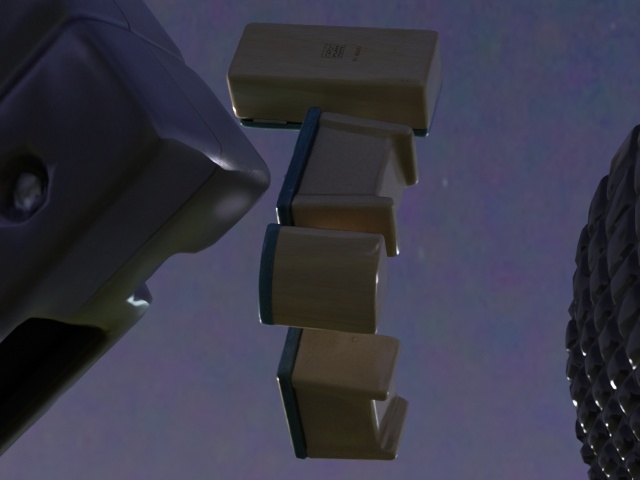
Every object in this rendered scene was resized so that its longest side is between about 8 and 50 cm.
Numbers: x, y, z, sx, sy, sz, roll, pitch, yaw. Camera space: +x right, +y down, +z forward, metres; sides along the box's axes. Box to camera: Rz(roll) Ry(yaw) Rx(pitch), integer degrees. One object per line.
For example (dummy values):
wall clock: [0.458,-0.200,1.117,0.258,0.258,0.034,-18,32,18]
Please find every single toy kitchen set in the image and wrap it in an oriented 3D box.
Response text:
toy kitchen set: [0.000,0.000,0.998,0.122,0.207,0.166,5,-42,14]

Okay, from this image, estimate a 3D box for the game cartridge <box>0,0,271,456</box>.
game cartridge: [-0.202,0.020,0.415,0.355,0.230,0.068,-44,-22,15]

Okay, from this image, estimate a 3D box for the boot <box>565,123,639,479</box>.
boot: [0.221,0.100,0.557,0.222,0.338,0.118,10,-41,-24]
